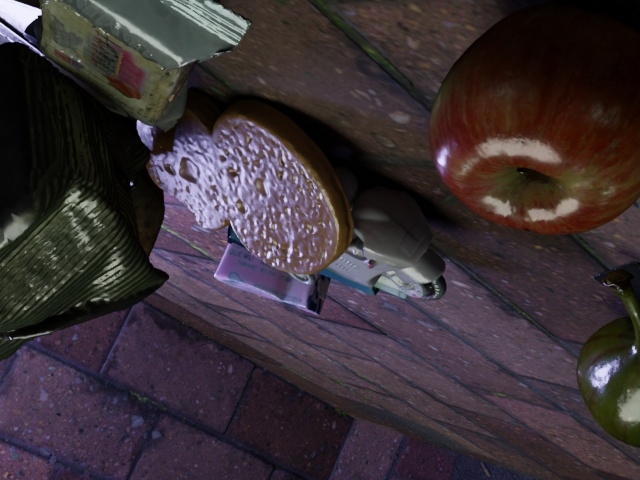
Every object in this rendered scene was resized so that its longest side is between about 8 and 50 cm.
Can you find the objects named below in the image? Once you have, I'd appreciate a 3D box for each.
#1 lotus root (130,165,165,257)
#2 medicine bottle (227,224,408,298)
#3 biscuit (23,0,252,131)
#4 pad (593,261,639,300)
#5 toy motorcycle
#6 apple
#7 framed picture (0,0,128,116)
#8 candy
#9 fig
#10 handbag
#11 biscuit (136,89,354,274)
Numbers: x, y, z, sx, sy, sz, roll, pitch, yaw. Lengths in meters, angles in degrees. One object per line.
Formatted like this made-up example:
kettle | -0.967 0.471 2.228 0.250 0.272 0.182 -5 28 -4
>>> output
lotus root | -0.311 -0.064 1.412 0.272 0.192 0.272 33 -164 -10
medicine bottle | 0.000 0.000 1.343 0.258 0.079 0.124 21 163 10
biscuit | -0.174 -0.184 0.928 0.186 0.079 0.309 31 169 -11
pad | 0.367 0.063 1.104 0.157 0.003 0.112 25 167 -3
toy motorcycle | 0.024 -0.024 1.186 0.260 0.110 0.171 27 152 22
apple | 0.147 -0.077 0.675 0.146 0.131 0.146 20 152 11
framed picture | -0.329 -0.222 1.200 0.184 0.016 0.250 21 166 18
candy | -0.065 0.042 1.598 0.160 0.092 0.073 19 171 15
fig | 0.346 0.112 1.118 0.151 0.151 0.259 19 148 21
handbag | -0.329 -0.019 1.126 0.340 0.247 0.240 -25 149 23
biscuit | -0.083 -0.067 1.152 0.288 0.044 0.202 21 136 37
